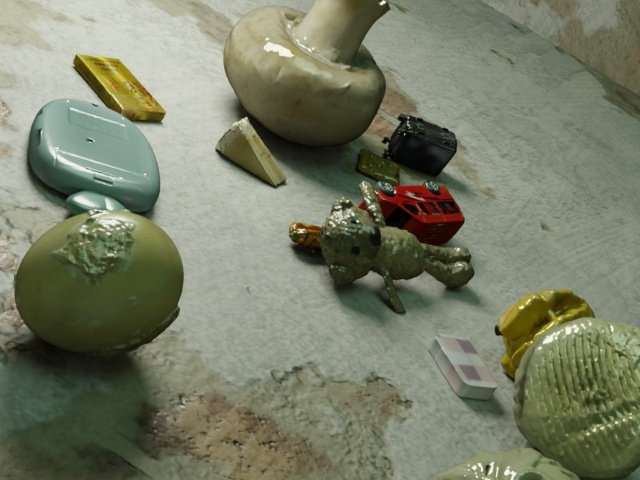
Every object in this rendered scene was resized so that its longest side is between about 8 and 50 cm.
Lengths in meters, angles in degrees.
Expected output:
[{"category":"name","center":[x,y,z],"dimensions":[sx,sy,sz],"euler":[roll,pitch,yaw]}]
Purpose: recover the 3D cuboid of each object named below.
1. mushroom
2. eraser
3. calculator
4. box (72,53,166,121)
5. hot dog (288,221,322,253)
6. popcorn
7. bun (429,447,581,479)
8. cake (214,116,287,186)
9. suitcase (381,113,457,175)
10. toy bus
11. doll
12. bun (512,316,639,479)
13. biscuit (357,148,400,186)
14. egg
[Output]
[{"category":"mushroom","center":[-0.009,-0.315,2.000],"dimensions":[0.297,0.290,0.297],"euler":[23,26,-12]},{"category":"eraser","center":[0.197,0.174,1.640],"dimensions":[0.065,0.026,0.105],"euler":[8,33,-30]},{"category":"calculator","center":[-0.310,-0.114,1.637],"dimensions":[0.185,0.041,0.299],"euler":[17,27,-22]},{"category":"box","center":[-0.318,-0.242,1.872],"dimensions":[0.089,0.022,0.156],"euler":[-2,40,-44]},{"category":"hot dog","center":[0.000,0.000,1.749],"dimensions":[0.122,0.037,0.049],"euler":[14,18,-38]},{"category":"popcorn","center":[0.328,0.139,1.703],"dimensions":[0.167,0.148,0.152],"euler":[20,4,-39]},{"category":"bun","center":[0.212,0.306,1.270],"dimensions":[0.231,0.133,0.231],"euler":[5,34,-3]},{"category":"cake","center":[-0.100,-0.135,1.864],"dimensions":[0.121,0.065,0.052],"euler":[37,30,0]},{"category":"suitcase","center":[0.183,-0.173,2.168],"dimensions":[0.126,0.086,0.059],"euler":[19,43,-18]},{"category":"toy bus","center":[0.141,-0.040,1.905],"dimensions":[0.195,0.081,0.089],"euler":[-3,50,-48]},{"category":"doll","center":[0.117,0.027,1.756],"dimensions":[0.286,0.091,0.202],"euler":[41,53,-29]},{"category":"bun","center":[0.365,0.209,1.574],"dimensions":[0.220,0.220,0.134],"euler":[42,-7,24]},{"category":"biscuit","center":[0.103,-0.128,2.086],"dimensions":[0.081,0.018,0.083],"euler":[25,26,-7]},{"category":"egg","center":[-0.239,0.048,1.298],"dimensions":[0.164,0.164,0.201],"euler":[42,32,25]}]
